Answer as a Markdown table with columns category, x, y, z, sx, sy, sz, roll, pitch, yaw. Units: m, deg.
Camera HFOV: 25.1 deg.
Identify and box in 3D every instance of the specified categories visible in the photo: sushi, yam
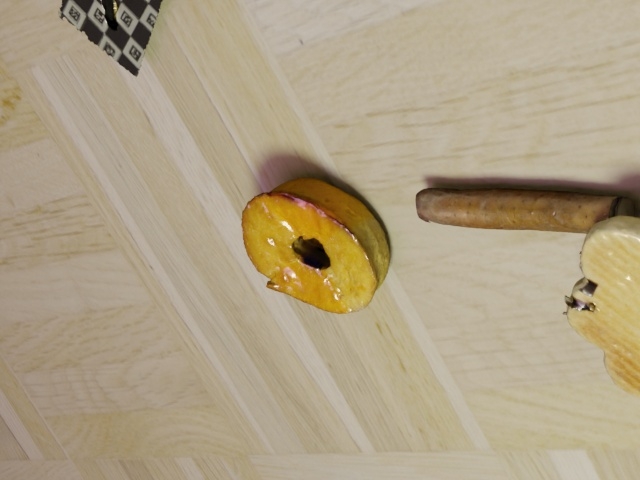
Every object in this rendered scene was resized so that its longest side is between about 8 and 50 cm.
| category | x | y | z | sx | sy | sz | roll | pitch | yaw |
| --- | --- | --- | --- | --- | --- | --- | --- | --- | --- |
| sushi | -0.240 | -0.306 | 1.735 | 0.139 | 0.031 | 0.201 | 40 | 139 | 10 |
| yam | 0.212 | -0.032 | 1.531 | 0.264 | 0.046 | 0.046 | 5 | 126 | 42 |

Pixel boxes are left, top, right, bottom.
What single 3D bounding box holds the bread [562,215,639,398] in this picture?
| category | x | y | z | sx | sy | sz | roll | pitch | yaw |
| --- | --- | --- | --- | --- | --- | --- | --- | --- | --- |
| bread | 0.389 | 0.076 | 1.423 | 0.316 | 0.054 | 0.316 | 21 | 141 | 18 |

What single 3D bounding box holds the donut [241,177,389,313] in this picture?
| category | x | y | z | sx | sy | sz | roll | pitch | yaw |
| --- | --- | --- | --- | --- | --- | --- | --- | --- | --- |
| donut | 0.001 | 0.001 | 1.741 | 0.190 | 0.074 | 0.174 | 15 | 131 | 29 |
